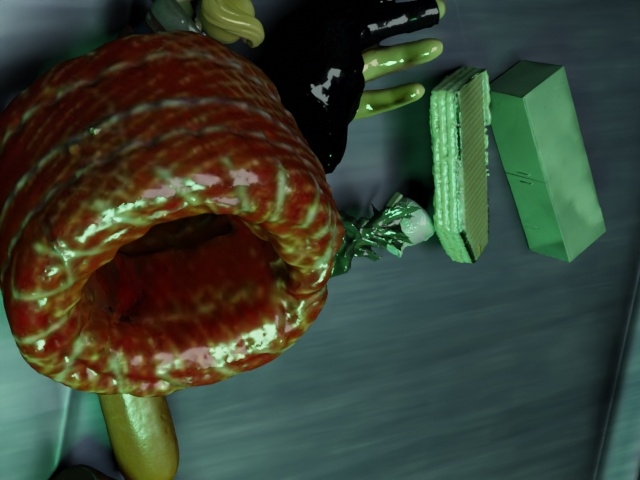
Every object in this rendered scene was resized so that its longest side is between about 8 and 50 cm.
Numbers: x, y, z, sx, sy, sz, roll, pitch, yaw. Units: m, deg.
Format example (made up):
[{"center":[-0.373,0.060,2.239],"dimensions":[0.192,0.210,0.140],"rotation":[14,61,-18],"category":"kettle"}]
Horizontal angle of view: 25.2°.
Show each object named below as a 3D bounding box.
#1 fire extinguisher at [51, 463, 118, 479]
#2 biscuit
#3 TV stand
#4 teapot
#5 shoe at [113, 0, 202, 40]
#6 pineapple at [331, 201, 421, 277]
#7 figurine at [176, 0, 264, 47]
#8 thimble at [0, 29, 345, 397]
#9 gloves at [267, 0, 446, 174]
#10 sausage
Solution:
[{"center":[-0.184,0.387,1.690],"dimensions":[0.337,0.114,0.135],"rotation":[37,54,-40],"category":"fire extinguisher"},{"center":[0.181,-0.090,1.855],"dimensions":[0.150,0.052,0.252],"rotation":[-45,134,-60],"category":"biscuit"},{"center":[0.309,-0.107,1.969],"dimensions":[0.088,0.083,0.269],"rotation":[-37,123,-27],"category":"TV stand"},{"center":[0.103,-0.021,1.841],"dimensions":[0.064,0.064,0.083],"rotation":[-43,130,-11],"category":"teapot"},{"center":[-0.160,-0.159,1.566],"dimensions":[0.126,0.099,0.227],"rotation":[-33,137,-6],"category":"shoe"},{"center":[0.000,0.000,1.728],"dimensions":[0.251,0.125,0.125],"rotation":[-15,112,-30],"category":"pineapple"},{"center":[-0.138,-0.277,1.568],"dimensions":[0.187,0.083,0.083],"rotation":[43,75,-28],"category":"figurine"},{"center":[-0.162,-0.023,1.451],"dimensions":[0.350,0.230,0.350],"rotation":[-15,139,-14],"category":"thimble"},{"center":[0.036,-0.223,1.670],"dimensions":[0.301,0.152,0.197],"rotation":[-39,145,-31],"category":"gloves"},{"center":[-0.212,0.194,1.643],"dimensions":[0.076,0.076,0.197],"rotation":[-27,117,-30],"category":"sausage"}]
